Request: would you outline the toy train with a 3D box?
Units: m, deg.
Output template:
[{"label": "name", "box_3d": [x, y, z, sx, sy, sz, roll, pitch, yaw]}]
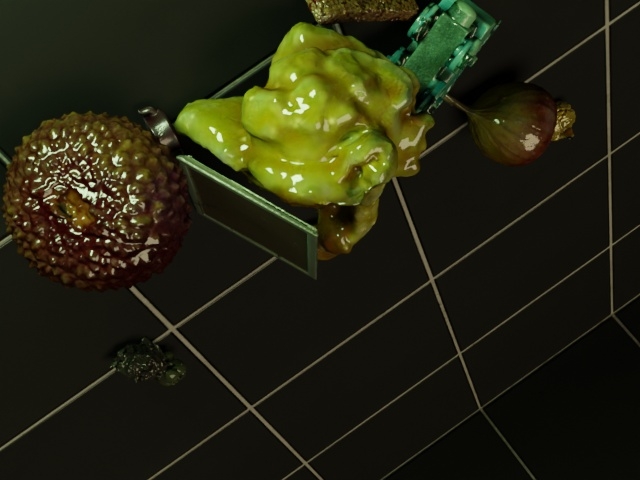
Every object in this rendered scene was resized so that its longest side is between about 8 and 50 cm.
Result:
[{"label": "toy train", "box_3d": [0.182, -0.291, 1.755, 0.203, 0.112, 0.163, -50, 177, 29]}]

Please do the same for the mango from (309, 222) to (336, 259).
[{"label": "mango", "box_3d": [0.000, 0.000, 2.077, 0.114, 0.057, 0.079, 8, 133, -42]}]

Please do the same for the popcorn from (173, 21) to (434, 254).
[{"label": "popcorn", "box_3d": [-0.005, -0.171, 1.622, 0.290, 0.321, 0.326, -49, -175, 10]}]

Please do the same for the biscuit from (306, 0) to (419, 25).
[{"label": "biscuit", "box_3d": [0.060, -0.347, 1.622, 0.199, 0.064, 0.034, -12, 163, -41]}]

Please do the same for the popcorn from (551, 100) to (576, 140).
[{"label": "popcorn", "box_3d": [0.477, -0.229, 2.236, 0.084, 0.084, 0.084, -27, 150, -17]}]

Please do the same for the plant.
[{"label": "plant", "box_3d": [-0.309, 0.229, 2.056, 0.085, 0.087, 0.174, -16, 156, 28]}]

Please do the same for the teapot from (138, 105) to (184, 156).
[{"label": "teapot", "box_3d": [-0.227, -0.148, 1.590, 0.045, 0.068, 0.100, -29, 121, -5]}]

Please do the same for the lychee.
[{"label": "lychee", "box_3d": [-0.287, -0.051, 1.513, 0.271, 0.271, 0.271, -27, 150, -17]}]

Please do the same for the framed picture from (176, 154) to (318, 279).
[{"label": "framed picture", "box_3d": [-0.100, -0.033, 1.685, 0.019, 0.232, 0.296, -59, 174, -12]}]

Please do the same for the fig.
[{"label": "fig", "box_3d": [0.313, -0.231, 2.037, 0.160, 0.230, 0.143, -59, -172, 36]}]
